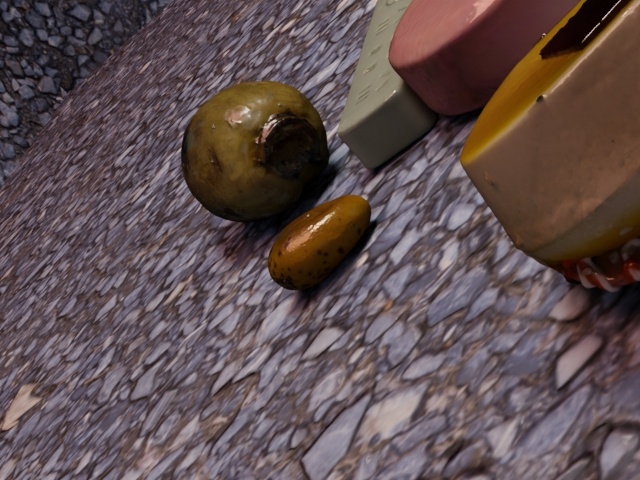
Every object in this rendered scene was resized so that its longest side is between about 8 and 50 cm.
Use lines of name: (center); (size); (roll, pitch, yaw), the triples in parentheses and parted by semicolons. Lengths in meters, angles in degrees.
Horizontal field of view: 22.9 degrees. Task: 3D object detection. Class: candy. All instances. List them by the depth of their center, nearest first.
candy: (0.175, -0.231, 1.505); (0.255, 0.094, 0.255); (-42, 17, 16)

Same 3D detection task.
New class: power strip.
power strip: (0.089, -0.203, 1.707); (0.091, 0.062, 0.385); (-34, 20, 26)

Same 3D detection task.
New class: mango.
mango: (0.000, 0.000, 1.458); (0.114, 0.057, 0.079); (-40, 11, -8)

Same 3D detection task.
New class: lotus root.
lotus root: (-0.086, -0.096, 1.747); (0.154, 0.154, 0.278); (-50, 12, -15)

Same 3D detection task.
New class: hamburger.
hamburger: (0.225, -0.102, 0.992); (0.295, 0.151, 0.227); (-48, 10, 14)
